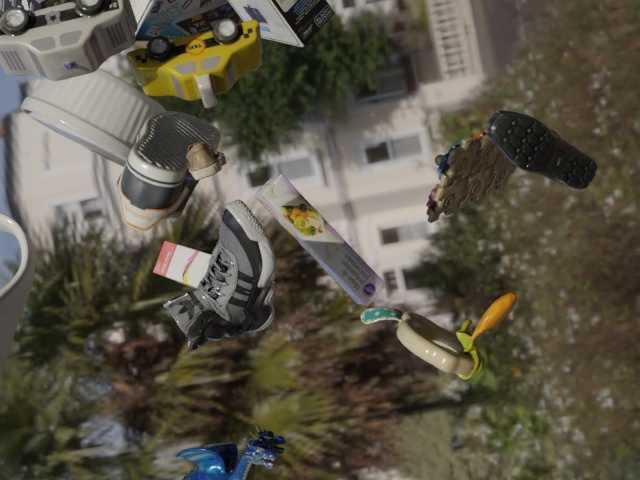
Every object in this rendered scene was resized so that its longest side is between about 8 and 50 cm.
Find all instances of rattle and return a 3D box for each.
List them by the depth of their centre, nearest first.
[{"bbox_3d":[0.160,0.097,1.510,0.200,0.130,0.142,42,127,48],"label":"rattle"}]

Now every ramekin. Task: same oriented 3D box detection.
[{"bbox_3d":[-0.410,-0.236,2.001,0.127,0.273,0.273,-63,-12,-5],"label":"ramekin"}]

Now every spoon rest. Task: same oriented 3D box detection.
[{"bbox_3d":[-0.452,0.092,1.482,0.137,0.084,0.276,81,-168,-68],"label":"spoon rest"}]

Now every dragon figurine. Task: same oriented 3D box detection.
[{"bbox_3d":[-0.177,0.368,1.714,0.085,0.289,0.144,-2,-92,-59],"label":"dragon figurine"}]

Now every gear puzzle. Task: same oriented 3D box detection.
[{"bbox_3d":[0.312,-0.157,1.981,0.044,0.339,0.175,38,133,28],"label":"gear puzzle"}]

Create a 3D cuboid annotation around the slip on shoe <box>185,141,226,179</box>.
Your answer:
[{"bbox_3d":[-0.150,-0.106,1.362,0.135,0.051,0.041,-104,-8,-79],"label":"slip on shoe"}]

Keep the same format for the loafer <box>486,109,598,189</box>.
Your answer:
[{"bbox_3d":[0.326,-0.139,1.620,0.223,0.076,0.078,23,-170,-34],"label":"loafer"}]

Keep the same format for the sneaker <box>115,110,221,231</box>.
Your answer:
[{"bbox_3d":[-0.254,-0.116,1.733,0.321,0.126,0.127,-64,-3,-68],"label":"sneaker"}]

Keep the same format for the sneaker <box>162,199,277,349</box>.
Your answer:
[{"bbox_3d":[-0.150,0.065,1.565,0.101,0.153,0.268,48,154,33],"label":"sneaker"}]

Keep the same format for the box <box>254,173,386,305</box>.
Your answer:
[{"bbox_3d":[0.000,0.000,2.182,0.324,0.063,0.067,47,168,-15],"label":"box"}]

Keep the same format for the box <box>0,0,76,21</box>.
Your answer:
[{"bbox_3d":[-0.503,-0.493,2.048,0.247,0.142,0.163,-45,-11,-36],"label":"box"}]

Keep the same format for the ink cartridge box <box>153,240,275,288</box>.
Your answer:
[{"bbox_3d":[-0.191,0.066,1.929,0.115,0.198,0.067,27,-99,-48],"label":"ink cartridge box"}]

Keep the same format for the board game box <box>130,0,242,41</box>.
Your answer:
[{"bbox_3d":[-0.246,-0.484,2.125,0.053,0.193,0.305,47,-149,19],"label":"board game box"}]

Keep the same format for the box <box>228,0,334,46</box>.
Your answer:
[{"bbox_3d":[-0.120,-0.466,1.784,0.169,0.087,0.290,26,160,50],"label":"box"}]

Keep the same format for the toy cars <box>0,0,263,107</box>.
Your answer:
[{"bbox_3d":[-0.241,-0.236,1.403,0.394,0.176,0.087,3,-119,-41],"label":"toy cars"}]
